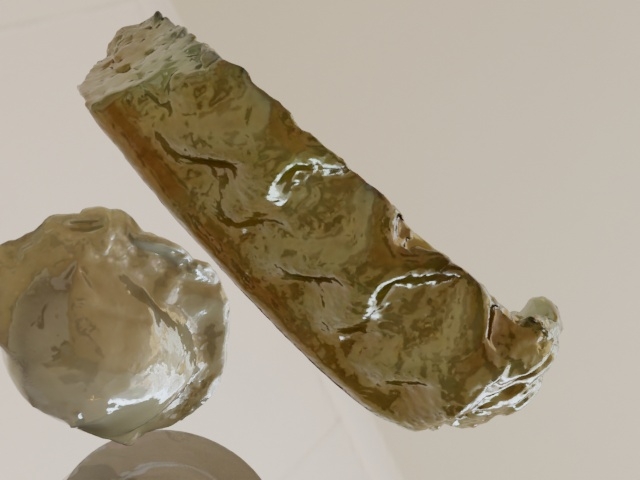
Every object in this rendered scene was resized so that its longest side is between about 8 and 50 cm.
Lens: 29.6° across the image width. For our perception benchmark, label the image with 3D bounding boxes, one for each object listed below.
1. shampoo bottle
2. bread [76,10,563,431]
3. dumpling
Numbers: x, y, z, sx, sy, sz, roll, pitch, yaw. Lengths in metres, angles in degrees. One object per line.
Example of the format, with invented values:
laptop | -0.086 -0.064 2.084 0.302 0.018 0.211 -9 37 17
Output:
shampoo bottle | -0.175 0.346 1.226 0.273 0.266 0.273 12 -129 -15
bread | 0.000 0.000 0.510 0.232 0.128 0.088 41 -97 -22
dumpling | -0.175 0.073 1.043 0.258 0.193 0.147 57 177 -36
